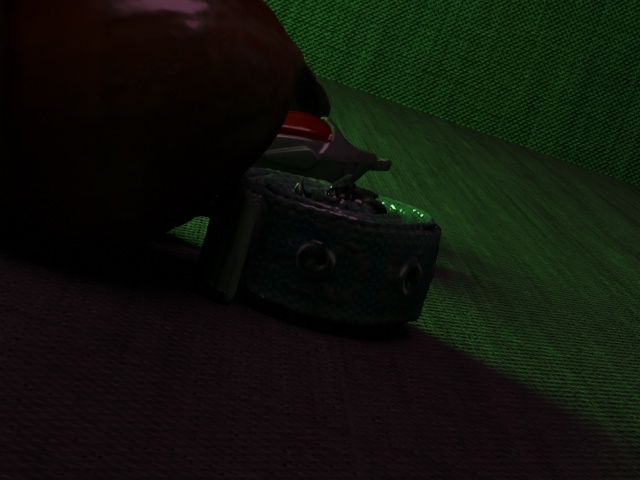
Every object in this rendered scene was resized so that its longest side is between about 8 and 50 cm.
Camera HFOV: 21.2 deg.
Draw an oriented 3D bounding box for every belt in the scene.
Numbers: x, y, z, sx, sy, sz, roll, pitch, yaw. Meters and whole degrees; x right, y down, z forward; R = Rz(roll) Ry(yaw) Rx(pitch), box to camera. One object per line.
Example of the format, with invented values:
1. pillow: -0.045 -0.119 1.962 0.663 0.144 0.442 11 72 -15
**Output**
1. belt: 0.001 -0.001 1.036 0.148 0.082 0.163 13 9 -12

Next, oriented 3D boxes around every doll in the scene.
1. doll: -0.043 -0.067 1.351 0.227 0.075 0.102 3 7 -31

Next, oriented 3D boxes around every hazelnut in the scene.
1. hazelnut: -0.113 -0.088 0.963 0.214 0.176 0.214 -9 21 3

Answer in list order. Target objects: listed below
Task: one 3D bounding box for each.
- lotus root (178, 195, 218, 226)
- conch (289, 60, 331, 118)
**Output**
1. lotus root: -0.118 -0.042 1.090 0.152 0.063 0.072 15 0 -6
2. conch: -0.101 -0.139 1.555 0.187 0.124 0.181 43 -9 -17
